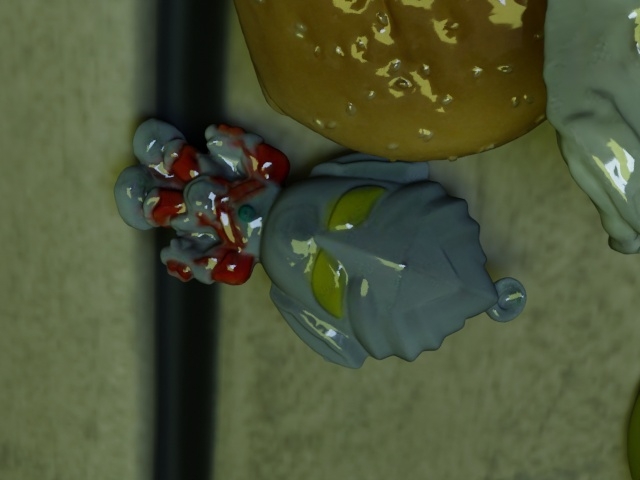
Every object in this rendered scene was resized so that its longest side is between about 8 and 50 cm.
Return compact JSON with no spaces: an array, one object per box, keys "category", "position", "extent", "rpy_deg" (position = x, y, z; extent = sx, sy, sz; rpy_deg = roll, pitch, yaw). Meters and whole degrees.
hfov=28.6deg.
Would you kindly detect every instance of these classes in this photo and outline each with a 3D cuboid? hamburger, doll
[{"category":"hamburger","position":[0.040,-0.098,0.460],"extent":[0.147,0.083,0.138],"rpy_deg":[-9,120,17]},{"category":"doll","position":[0.000,0.000,0.528],"extent":[0.180,0.079,0.094],"rpy_deg":[20,87,5]}]

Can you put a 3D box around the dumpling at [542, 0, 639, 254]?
[{"category":"dumpling","position":[0.187,-0.075,0.416],"extent":[0.258,0.147,0.193],"rpy_deg":[-12,97,-15]}]

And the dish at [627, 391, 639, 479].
[{"category":"dish","position":[0.262,0.130,0.530],"extent":[0.221,0.108,0.262],"rpy_deg":[-32,108,24]}]
